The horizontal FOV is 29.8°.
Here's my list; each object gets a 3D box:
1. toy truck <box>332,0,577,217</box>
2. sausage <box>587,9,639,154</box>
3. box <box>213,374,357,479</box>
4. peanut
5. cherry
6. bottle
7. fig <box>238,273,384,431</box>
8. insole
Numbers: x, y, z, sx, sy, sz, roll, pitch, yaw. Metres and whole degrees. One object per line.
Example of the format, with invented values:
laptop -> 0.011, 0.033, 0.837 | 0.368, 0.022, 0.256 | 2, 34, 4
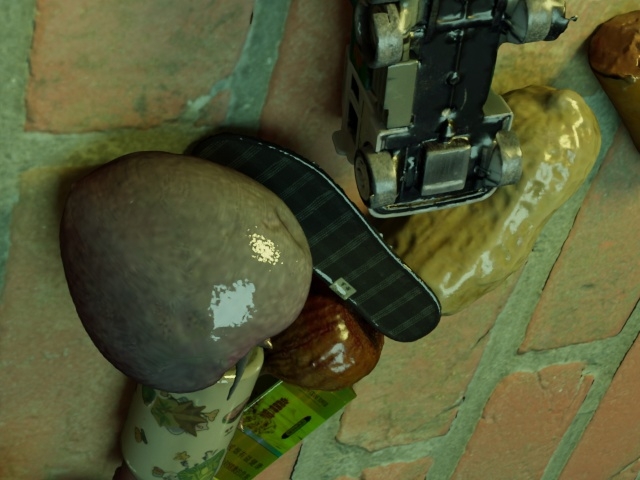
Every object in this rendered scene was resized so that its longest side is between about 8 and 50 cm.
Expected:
toy truck -> 0.100, -0.193, 1.042 | 0.176, 0.178, 0.363 | -10, 134, -13
sausage -> 0.384, -0.145, 1.335 | 0.109, 0.109, 0.270 | -41, 141, 6
box -> -0.062, 0.212, 1.426 | 0.193, 0.030, 0.121 | -39, 139, 4
peanut -> 0.175, -0.039, 1.273 | 0.291, 0.143, 0.159 | -51, 171, 9
cherry -> -0.118, 0.030, 1.090 | 0.213, 0.183, 0.266 | -41, 112, 12
bottle -> -0.149, 0.198, 1.289 | 0.120, 0.120, 0.253 | -3, 130, -32
fig -> -0.028, 0.116, 1.301 | 0.201, 0.134, 0.146 | -35, 172, 28
insole -> 0.000, 0.000, 1.176 | 0.110, 0.012, 0.309 | -37, 114, 23
